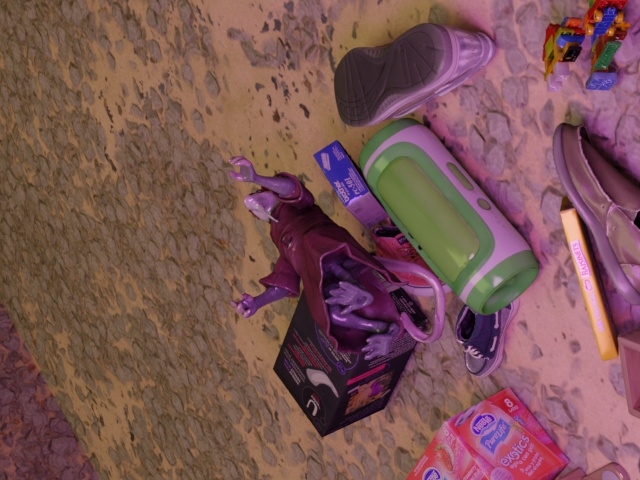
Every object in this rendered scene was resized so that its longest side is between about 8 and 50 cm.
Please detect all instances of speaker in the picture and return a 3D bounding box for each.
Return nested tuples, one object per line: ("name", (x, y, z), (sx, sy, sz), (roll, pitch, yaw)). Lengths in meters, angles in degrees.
("speaker", (0.182, -0.037, 1.959), (0.296, 0.131, 0.131), (52, 145, 23))

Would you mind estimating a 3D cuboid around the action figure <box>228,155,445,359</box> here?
("action figure", (0.000, 0.000, 2.089), (0.370, 0.276, 0.248), (50, 141, 48))

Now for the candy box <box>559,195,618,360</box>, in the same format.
("candy box", (0.353, 0.047, 1.787), (0.027, 0.105, 0.205), (-15, 99, 17))

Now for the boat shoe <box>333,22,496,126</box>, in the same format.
("boat shoe", (0.122, -0.236, 1.953), (0.320, 0.103, 0.118), (-21, 75, 59))

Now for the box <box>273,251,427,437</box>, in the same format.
("box", (0.045, 0.176, 2.277), (0.165, 0.143, 0.270), (53, 145, 25))

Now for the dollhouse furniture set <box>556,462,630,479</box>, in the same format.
("dollhouse furniture set", (0.328, 0.504, 1.858), (0.303, 0.356, 0.174), (60, 147, 13))

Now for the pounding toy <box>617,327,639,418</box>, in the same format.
("pounding toy", (0.466, 0.181, 1.717), (0.141, 0.100, 0.130), (21, 126, 63))

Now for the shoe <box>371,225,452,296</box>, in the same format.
("shoe", (0.140, 0.029, 2.118), (0.178, 0.063, 0.081), (20, 131, 55))

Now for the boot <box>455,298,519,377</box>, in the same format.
("boot", (0.231, 0.145, 2.034), (0.069, 0.086, 0.190), (44, 141, 32))

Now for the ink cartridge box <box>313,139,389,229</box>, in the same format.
("ink cartridge box", (0.049, -0.083, 2.094), (0.097, 0.046, 0.207), (59, -175, 14))

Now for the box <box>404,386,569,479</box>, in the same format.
("box", (0.237, 0.383, 2.120), (0.154, 0.142, 0.300), (52, 145, 23))

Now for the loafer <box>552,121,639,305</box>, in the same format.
("loafer", (0.376, -0.045, 1.719), (0.087, 0.094, 0.251), (-29, 81, 24))

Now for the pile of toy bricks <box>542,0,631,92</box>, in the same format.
("pile of toy bricks", (0.338, -0.266, 1.627), (0.212, 0.118, 0.105), (112, 157, -69))
